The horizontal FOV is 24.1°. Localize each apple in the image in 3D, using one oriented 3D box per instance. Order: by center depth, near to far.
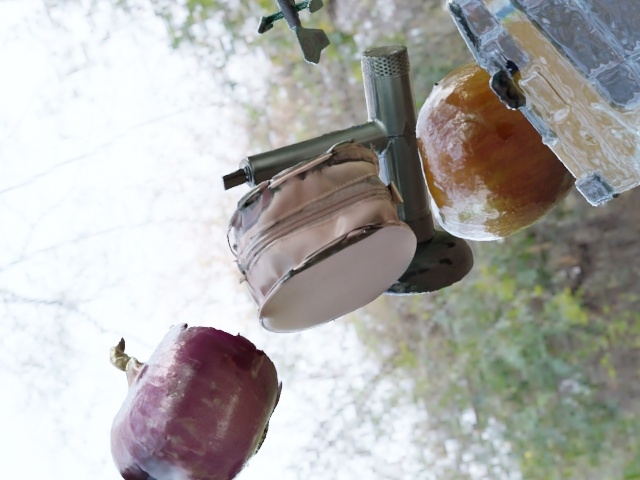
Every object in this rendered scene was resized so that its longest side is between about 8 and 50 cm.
[{"bbox_3d":[0.182,-0.091,1.535,0.160,0.173,0.195,50,166,46],"label":"apple"}]

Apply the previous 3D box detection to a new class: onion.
[{"bbox_3d":[-0.140,0.195,1.596,0.201,0.207,0.200,14,-110,-43],"label":"onion"}]

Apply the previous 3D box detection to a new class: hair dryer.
[{"bbox_3d":[0.025,-0.066,1.971,0.155,0.284,0.320,-116,7,-69],"label":"hair dryer"}]

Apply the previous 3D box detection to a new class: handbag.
[{"bbox_3d":[-0.001,-0.001,1.629,0.116,0.205,0.179,57,168,26],"label":"handbag"}]

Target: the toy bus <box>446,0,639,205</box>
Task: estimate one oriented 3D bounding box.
[{"bbox_3d":[0.236,-0.158,0.823,0.194,0.323,0.162,48,-122,-10],"label":"toy bus"}]

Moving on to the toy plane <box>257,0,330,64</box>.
[{"bbox_3d":[-0.086,-0.423,2.155,0.381,0.106,0.155,64,-150,-13],"label":"toy plane"}]
